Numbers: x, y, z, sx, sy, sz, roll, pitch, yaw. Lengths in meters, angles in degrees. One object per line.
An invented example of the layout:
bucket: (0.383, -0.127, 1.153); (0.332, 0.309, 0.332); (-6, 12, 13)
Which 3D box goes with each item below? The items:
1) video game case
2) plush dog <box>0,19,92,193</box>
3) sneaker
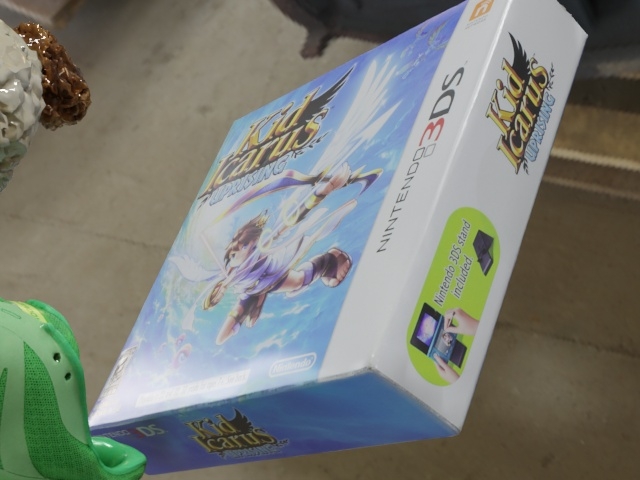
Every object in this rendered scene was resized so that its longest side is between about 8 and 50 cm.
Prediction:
video game case: (0.000, 0.000, 0.641); (0.269, 0.061, 0.244); (-20, 39, 49)
plush dog: (-0.248, -0.087, 0.612); (0.225, 0.210, 0.262); (22, 43, 20)
sneaker: (-0.183, 0.059, 0.522); (0.109, 0.295, 0.123); (16, 60, 40)
